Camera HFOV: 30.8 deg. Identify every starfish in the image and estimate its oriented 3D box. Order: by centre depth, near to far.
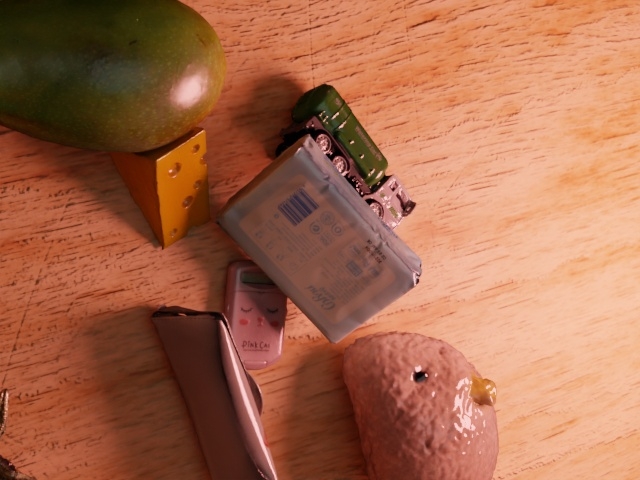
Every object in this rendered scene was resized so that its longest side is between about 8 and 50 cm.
[{"bbox_3d":[-0.451,0.272,1.515,0.208,0.053,0.176,37,85,-25],"label":"starfish"}]

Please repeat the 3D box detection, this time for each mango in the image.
[{"bbox_3d":[-0.299,-0.218,1.488,0.382,0.201,0.225,-5,68,-29],"label":"mango"}]

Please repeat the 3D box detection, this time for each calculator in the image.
[{"bbox_3d":[-0.097,0.105,1.726,0.100,0.032,0.174,5,89,-30],"label":"calculator"}]

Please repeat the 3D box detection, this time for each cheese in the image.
[{"bbox_3d":[-0.208,-0.075,1.630,0.093,0.126,0.171,-36,128,-30],"label":"cheese"}]

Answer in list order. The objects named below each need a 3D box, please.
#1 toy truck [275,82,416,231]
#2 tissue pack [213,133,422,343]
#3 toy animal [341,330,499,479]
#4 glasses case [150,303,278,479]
[{"bbox_3d":[0.037,-0.114,1.756,0.125,0.101,0.242,-48,112,-32],"label":"toy truck"},{"bbox_3d":[0.000,0.000,1.679,0.177,0.089,0.263,-38,106,19],"label":"tissue pack"},{"bbox_3d":[0.174,0.302,1.805,0.227,0.188,0.358,-17,102,-23],"label":"toy animal"},{"bbox_3d":[-0.136,0.226,1.657,0.083,0.128,0.308,-32,110,-50],"label":"glasses case"}]
